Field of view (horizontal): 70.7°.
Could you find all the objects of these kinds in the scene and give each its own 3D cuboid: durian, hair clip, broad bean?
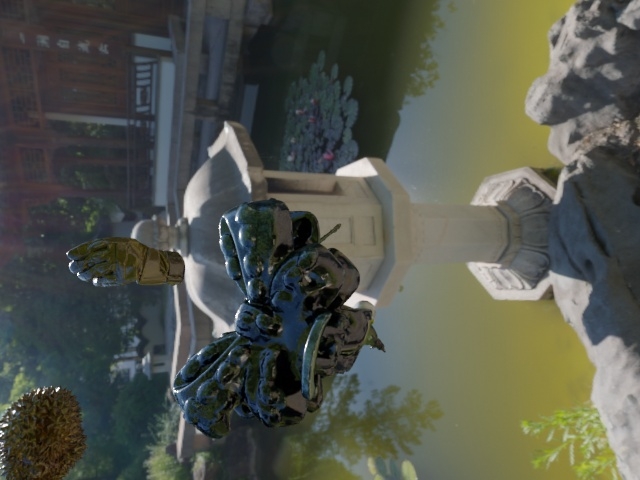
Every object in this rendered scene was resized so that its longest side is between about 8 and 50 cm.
[{"bbox_3d":[-0.459,0.320,0.744,0.158,0.137,0.168,-59,41,9],"label":"durian"},{"bbox_3d":[-0.056,0.108,0.586,0.206,0.194,0.310,16,92,21],"label":"hair clip"},{"bbox_3d":[0.034,0.181,1.139,0.061,0.339,0.077,-54,7,41],"label":"broad bean"}]

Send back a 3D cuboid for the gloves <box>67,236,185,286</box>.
[{"bbox_3d":[-0.586,0.067,1.378,0.141,0.331,0.154,-21,63,57],"label":"gloves"}]

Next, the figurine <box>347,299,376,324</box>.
[{"bbox_3d":[0.096,0.231,1.257,0.178,0.129,0.109,-21,111,49],"label":"figurine"}]

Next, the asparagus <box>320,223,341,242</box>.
[{"bbox_3d":[0.000,0.000,1.042,0.016,0.166,0.013,22,132,33],"label":"asparagus"}]
